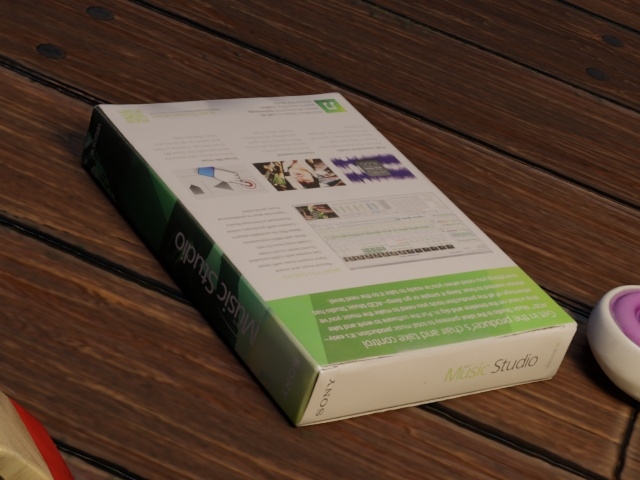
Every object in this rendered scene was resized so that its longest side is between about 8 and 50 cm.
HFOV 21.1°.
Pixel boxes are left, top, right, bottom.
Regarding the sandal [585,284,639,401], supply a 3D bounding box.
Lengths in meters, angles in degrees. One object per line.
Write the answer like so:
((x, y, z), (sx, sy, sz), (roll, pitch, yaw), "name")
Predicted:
((0.403, 0.096, 1.267), (0.416, 0.102, 0.169), (10, 32, -15), "sandal")

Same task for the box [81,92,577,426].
((0.000, 0.000, 1.250), (0.232, 0.058, 0.322), (-6, 37, -36), "box")

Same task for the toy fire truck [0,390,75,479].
((-0.185, 0.173, 0.784), (0.158, 0.217, 0.246), (50, 1, 42), "toy fire truck")
